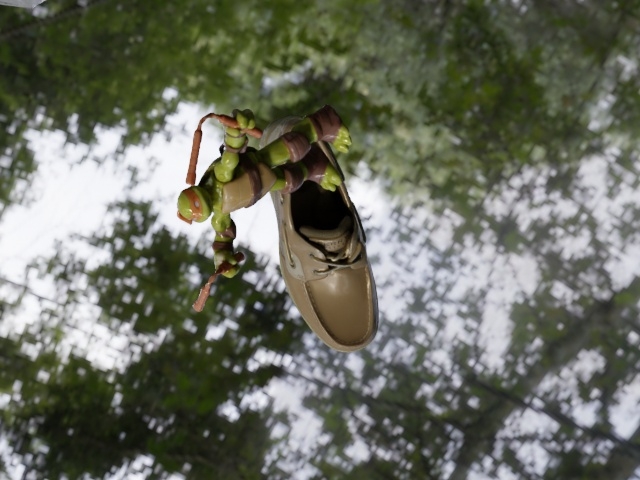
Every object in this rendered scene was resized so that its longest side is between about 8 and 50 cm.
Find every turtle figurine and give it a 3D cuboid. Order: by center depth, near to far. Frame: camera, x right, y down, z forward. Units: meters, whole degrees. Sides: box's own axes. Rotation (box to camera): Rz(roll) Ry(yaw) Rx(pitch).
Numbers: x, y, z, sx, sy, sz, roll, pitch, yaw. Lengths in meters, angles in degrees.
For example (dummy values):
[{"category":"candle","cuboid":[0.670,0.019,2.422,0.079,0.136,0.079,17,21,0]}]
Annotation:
[{"category":"turtle figurine","cuboid":[-0.077,-0.058,1.455,0.217,0.270,0.087,-25,-132,-31]}]

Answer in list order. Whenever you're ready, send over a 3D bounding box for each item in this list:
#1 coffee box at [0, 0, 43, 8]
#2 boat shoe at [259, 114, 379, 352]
[{"category":"coffee box","cuboid":[-0.434,-0.450,1.797,0.141,0.098,0.247,2,-96,-34]},{"category":"boat shoe","cuboid":[0.000,0.000,1.811,0.121,0.341,0.110,-22,-168,-8]}]
